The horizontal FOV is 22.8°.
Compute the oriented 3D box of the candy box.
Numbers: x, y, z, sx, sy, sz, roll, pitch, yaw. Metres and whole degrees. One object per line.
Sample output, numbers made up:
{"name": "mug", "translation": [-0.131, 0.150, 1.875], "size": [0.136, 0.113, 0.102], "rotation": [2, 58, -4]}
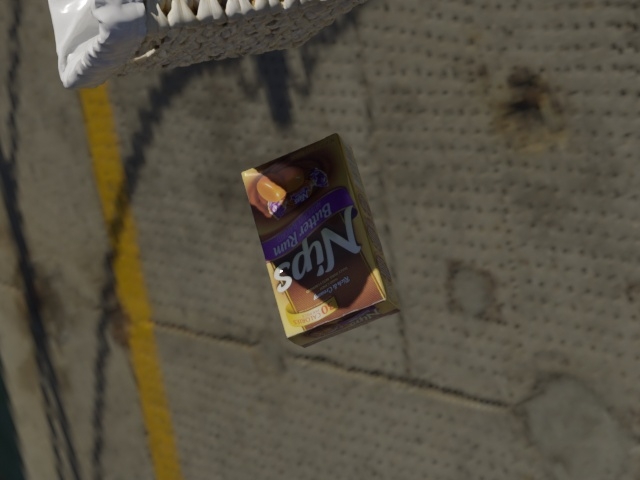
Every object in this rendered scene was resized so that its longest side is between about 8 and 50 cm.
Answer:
{"name": "candy box", "translation": [0.000, 0.000, 1.568], "size": [0.109, 0.053, 0.186], "rotation": [-22, 68, 14]}

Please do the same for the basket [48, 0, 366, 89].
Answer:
{"name": "basket", "translation": [-0.132, -0.333, 1.523], "size": [0.328, 0.266, 0.331], "rotation": [170, 92, -74]}
